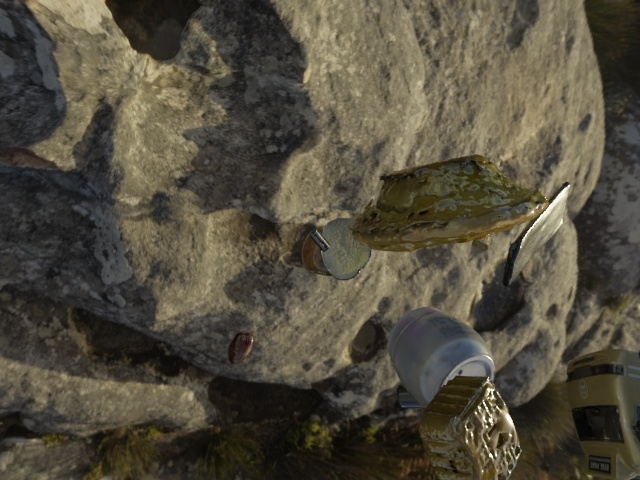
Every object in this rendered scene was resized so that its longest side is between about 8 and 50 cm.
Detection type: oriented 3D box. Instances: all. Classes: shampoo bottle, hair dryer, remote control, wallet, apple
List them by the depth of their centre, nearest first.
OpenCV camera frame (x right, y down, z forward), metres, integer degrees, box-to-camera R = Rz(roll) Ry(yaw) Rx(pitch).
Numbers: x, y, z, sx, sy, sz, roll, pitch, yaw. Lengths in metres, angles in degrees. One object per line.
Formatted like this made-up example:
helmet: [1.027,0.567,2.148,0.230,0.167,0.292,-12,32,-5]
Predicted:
wallet: [0.514,-0.015,0.974,0.285,0.030,0.146,-38,140,-27]
remote control: [0.000,0.000,1.138,0.034,0.016,0.091,-43,138,-3]
shampoo bottle: [0.359,0.359,1.249,0.273,0.266,0.273,-7,112,-19]
apple: [0.024,0.041,1.531,0.188,0.188,0.174,15,78,-28]
hair dryer: [0.471,0.656,1.829,0.352,0.189,0.107,10,70,-63]

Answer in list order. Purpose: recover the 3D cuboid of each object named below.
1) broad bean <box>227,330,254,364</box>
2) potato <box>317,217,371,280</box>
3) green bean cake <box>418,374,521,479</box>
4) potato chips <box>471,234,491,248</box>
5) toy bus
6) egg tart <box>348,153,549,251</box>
broad bean: [-0.344,0.451,1.729,0.084,0.114,0.165,22,130,-22]
potato: [0.061,0.033,1.368,0.182,0.117,0.202,-11,85,-26]
green bean cake: [0.364,0.466,0.986,0.229,0.131,0.224,-28,94,-39]
potato chips: [0.745,0.005,1.893,0.057,0.080,0.407,-62,162,4]
toy bus: [0.569,0.277,0.585,0.177,0.365,0.202,75,29,-65]
egg tart: [0.150,-0.048,0.516,0.241,0.241,0.106,-13,94,-19]
